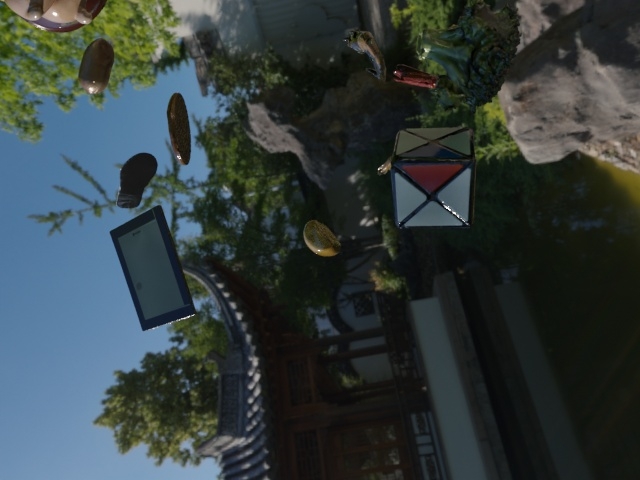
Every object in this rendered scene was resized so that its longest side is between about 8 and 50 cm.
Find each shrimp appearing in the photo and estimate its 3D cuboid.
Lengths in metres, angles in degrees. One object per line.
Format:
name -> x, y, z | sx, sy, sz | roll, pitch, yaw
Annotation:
shrimp -> 0.312, -0.312, 1.955 | 0.178, 0.125, 0.034 | -44, 53, 55
shrimp -> 0.167, -0.614, 1.594 | 0.178, 0.075, 0.289 | 58, 180, -30

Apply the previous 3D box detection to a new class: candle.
candle -> 0.423, -0.689, 2.041 | 0.302, 0.084, 0.059 | 32, -178, 41

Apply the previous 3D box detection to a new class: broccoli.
broccoli -> 0.438, -0.585, 1.457 | 0.293, 0.281, 0.347 | 99, 174, -51

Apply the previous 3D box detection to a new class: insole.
insole -> -0.610, -0.191, 1.583 | 0.322, 0.109, 0.007 | -45, 52, 49

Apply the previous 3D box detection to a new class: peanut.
peanut -> -0.603, -0.467, 1.296 | 0.076, 0.076, 0.152 | -87, 23, -70

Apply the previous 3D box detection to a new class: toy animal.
toy animal -> -0.771, -0.757, 1.396 | 0.345, 0.277, 0.247 | 38, -173, 38

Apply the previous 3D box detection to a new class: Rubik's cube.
Rubik's cube -> 0.357, -0.199, 1.520 | 0.246, 0.250, 0.248 | -71, -22, -51

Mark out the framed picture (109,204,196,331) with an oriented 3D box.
framed picture -> -0.519, 0.093, 1.478 | 0.016, 0.265, 0.346 | -16, -94, -57

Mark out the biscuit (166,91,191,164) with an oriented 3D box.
biscuit -> -0.504, -0.396, 1.723 | 0.262, 0.037, 0.261 | 177, 90, -86

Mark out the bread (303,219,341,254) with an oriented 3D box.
bread -> 0.000, 0.000, 1.825 | 0.147, 0.098, 0.217 | 49, -172, 16

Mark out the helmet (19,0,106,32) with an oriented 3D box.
helmet -> -0.919, -0.933, 1.704 | 0.230, 0.385, 0.337 | 25, 141, 51
